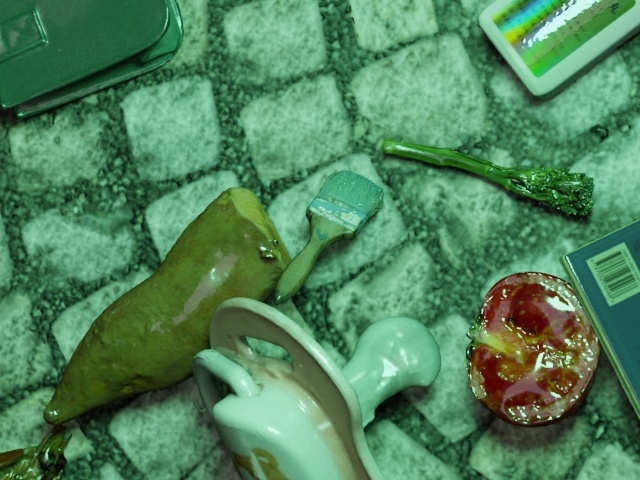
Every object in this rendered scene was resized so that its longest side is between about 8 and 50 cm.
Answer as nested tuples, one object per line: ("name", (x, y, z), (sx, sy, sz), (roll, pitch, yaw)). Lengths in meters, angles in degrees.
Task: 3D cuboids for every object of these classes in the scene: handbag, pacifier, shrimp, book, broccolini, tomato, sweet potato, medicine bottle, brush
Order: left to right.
("shrimp", (-0.379, 0.302, 1.852), (0.145, 0.061, 0.267), (45, 99, 20))
("handbag", (-0.304, -0.326, 1.852), (0.238, 0.089, 0.326), (-20, 84, 11))
("sweet potato", (-0.166, 0.097, 1.781), (0.337, 0.131, 0.131), (-46, 79, 6))
("brush", (0.000, 0.000, 1.744), (0.070, 0.021, 0.196), (26, 56, 13))
("pacifier", (0.003, 0.187, 1.688), (0.273, 0.220, 0.332), (-22, 113, 5))
("broccolini", (0.179, -0.076, 1.754), (0.239, 0.054, 0.051), (18, 105, 15))
("tomato", (0.224, 0.116, 1.709), (0.139, 0.091, 0.159), (11, 84, 17))
("medicine bottle", (0.282, -0.254, 1.722), (0.219, 0.078, 0.115), (-37, 78, 8))
("book", (0.401, 0.046, 1.663), (0.269, 0.025, 0.191), (-25, 83, -10))
